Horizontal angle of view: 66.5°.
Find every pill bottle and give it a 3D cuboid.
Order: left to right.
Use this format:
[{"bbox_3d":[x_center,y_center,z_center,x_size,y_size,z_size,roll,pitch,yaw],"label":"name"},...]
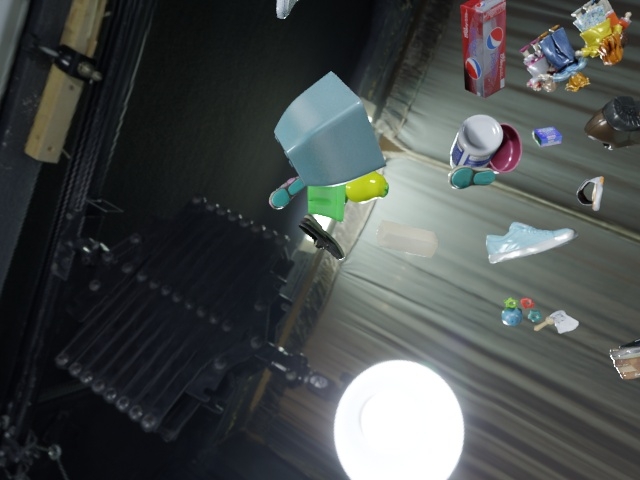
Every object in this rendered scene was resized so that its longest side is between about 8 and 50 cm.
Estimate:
[{"bbox_3d":[0.569,-0.341,1.817,0.153,0.153,0.264,-60,-11,-9],"label":"pill bottle"}]

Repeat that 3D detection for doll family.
[{"bbox_3d":[0.617,-0.454,1.174,0.263,0.163,0.118,-32,4,31],"label":"doll family"}]

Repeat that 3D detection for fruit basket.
[{"bbox_3d":[0.122,-0.280,2.233,0.283,0.392,0.392,-96,18,-61],"label":"fruit basket"}]

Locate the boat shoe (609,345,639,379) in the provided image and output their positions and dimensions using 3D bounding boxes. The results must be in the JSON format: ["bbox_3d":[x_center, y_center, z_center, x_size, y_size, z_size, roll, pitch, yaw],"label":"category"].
[{"bbox_3d":[1.145,0.416,1.669,0.123,0.324,0.116,119,147,-73],"label":"boat shoe"}]

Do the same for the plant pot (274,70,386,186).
[{"bbox_3d":[0.011,-0.306,1.480,0.252,0.247,0.248,-31,-47,0],"label":"plant pot"}]

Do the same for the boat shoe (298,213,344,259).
[{"bbox_3d":[0.000,-0.001,1.904,0.073,0.223,0.080,-41,0,-21],"label":"boat shoe"}]

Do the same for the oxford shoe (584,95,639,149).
[{"bbox_3d":[0.601,-0.218,0.943,0.096,0.227,0.083,137,133,-58],"label":"oxford shoe"}]

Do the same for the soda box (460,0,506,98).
[{"bbox_3d":[0.465,-0.548,1.390,0.083,0.092,0.263,-30,-45,-11],"label":"soda box"}]

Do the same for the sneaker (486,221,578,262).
[{"bbox_3d":[0.854,-0.015,2.017,0.135,0.366,0.150,-8,-99,-53],"label":"sneaker"}]

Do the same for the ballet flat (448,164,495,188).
[{"bbox_3d":[0.514,-0.228,1.723,0.248,0.086,0.086,-1,-61,-37],"label":"ballet flat"}]

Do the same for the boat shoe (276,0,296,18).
[{"bbox_3d":[-0.070,-0.758,1.434,0.083,0.076,0.226,69,-146,-83],"label":"boat shoe"}]

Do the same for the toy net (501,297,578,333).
[{"bbox_3d":[0.728,0.243,1.622,0.045,0.232,0.122,-52,-38,-62],"label":"toy net"}]

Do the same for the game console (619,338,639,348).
[{"bbox_3d":[1.327,0.379,1.910,0.361,0.044,0.213,-16,-9,-14],"label":"game console"}]

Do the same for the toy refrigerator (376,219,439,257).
[{"bbox_3d":[0.401,-0.004,2.272,0.102,0.269,0.094,-95,20,-53],"label":"toy refrigerator"}]

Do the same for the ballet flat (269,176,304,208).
[{"bbox_3d":[-0.148,-0.188,1.948,0.221,0.079,0.077,-46,-58,-41],"label":"ballet flat"}]

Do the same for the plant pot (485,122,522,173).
[{"bbox_3d":[0.704,-0.375,2.042,0.201,0.201,0.180,-59,22,-11],"label":"plant pot"}]

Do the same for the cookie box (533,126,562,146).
[{"bbox_3d":[1.034,-0.474,2.227,0.107,0.092,0.040,-88,-13,-54],"label":"cookie box"}]

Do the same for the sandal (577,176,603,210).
[{"bbox_3d":[0.965,-0.173,1.751,0.265,0.076,0.102,-27,-57,-57],"label":"sandal"}]
